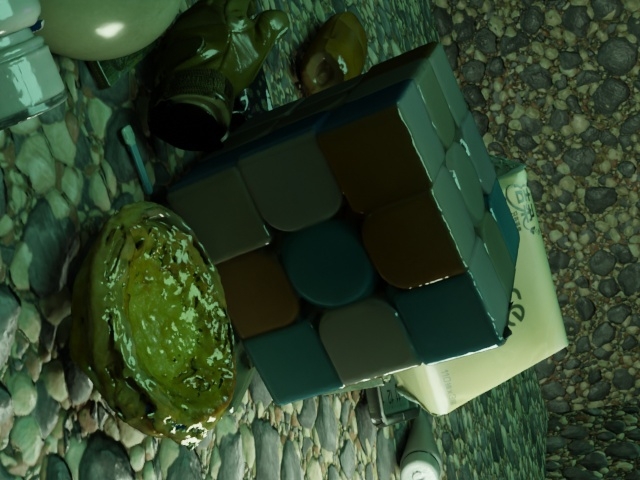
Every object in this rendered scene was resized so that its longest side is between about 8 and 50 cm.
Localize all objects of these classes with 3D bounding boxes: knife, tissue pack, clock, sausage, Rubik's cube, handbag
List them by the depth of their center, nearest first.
[{"bbox_3d":[-0.238,-0.103,1.199,0.027,0.010,0.096,-61,137,-62],"label":"knife"},{"bbox_3d":[0.054,-0.030,1.289,0.346,0.344,0.347,65,23,-15],"label":"Rubik's cube"},{"bbox_3d":[-0.147,-0.231,1.457,0.139,0.072,0.115,-11,87,-57],"label":"handbag"},{"bbox_3d":[0.260,0.078,1.771,0.205,0.332,0.405,34,-33,62],"label":"tissue pack"},{"bbox_3d":[0.131,0.242,1.930,0.273,0.049,0.279,14,65,-67],"label":"clock"},{"bbox_3d":[0.038,-0.397,1.970,0.134,0.116,0.354,55,23,-16],"label":"sausage"}]

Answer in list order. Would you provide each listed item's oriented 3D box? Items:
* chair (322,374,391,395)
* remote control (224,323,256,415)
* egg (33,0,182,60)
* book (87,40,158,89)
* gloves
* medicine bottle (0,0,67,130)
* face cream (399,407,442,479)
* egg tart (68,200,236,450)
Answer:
[{"bbox_3d":[0.106,0.158,1.591,0.147,0.270,0.136,-61,136,-62],"label":"chair"},{"bbox_3d":[-0.106,0.111,1.346,0.335,0.065,0.128,-64,140,-59],"label":"remote control"},{"bbox_3d":[-0.252,-0.291,1.012,0.253,0.186,0.186,-33,109,-65],"label":"egg"},{"bbox_3d":[-0.289,-0.323,1.172,0.160,0.024,0.228,-65,139,-56],"label":"book"},{"bbox_3d":[-0.150,-0.262,1.306,0.141,0.154,0.331,36,41,-20],"label":"gloves"},{"bbox_3d":[-0.332,-0.225,0.822,0.143,0.143,0.258,-60,133,-62],"label":"medicine bottle"},{"bbox_3d":[0.226,0.466,2.015,0.314,0.089,0.143,-29,105,-77],"label":"face cream"},{"bbox_3d":[-0.196,0.101,1.062,0.291,0.107,0.291,45,37,-48],"label":"egg tart"}]
